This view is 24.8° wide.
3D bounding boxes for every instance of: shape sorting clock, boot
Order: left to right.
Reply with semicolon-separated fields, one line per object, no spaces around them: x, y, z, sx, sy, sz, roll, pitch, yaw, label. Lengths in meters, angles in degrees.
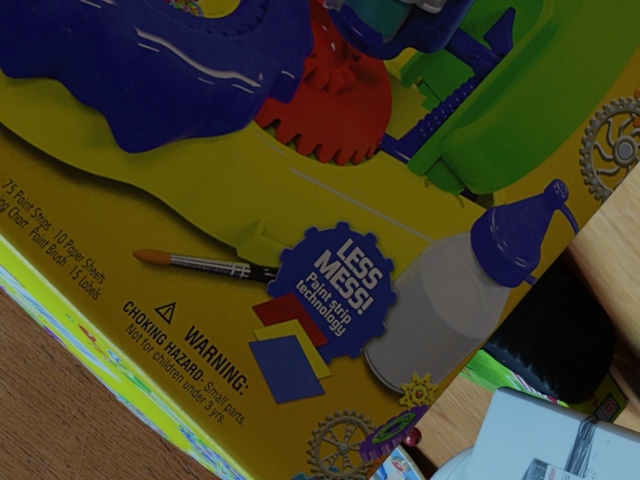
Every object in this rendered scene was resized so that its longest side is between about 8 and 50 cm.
0.075;0.288;1.925;0.206;0.040;0.206;46;164;17;shape sorting clock
0.066;0.010;0.986;0.207;0.094;0.246;20;161;45;boot

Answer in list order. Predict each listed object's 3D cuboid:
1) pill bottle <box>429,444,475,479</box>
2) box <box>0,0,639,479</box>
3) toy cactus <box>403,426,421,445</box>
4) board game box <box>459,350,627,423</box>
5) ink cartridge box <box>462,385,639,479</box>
0.178;0.293;1.341;0.204;0.204;0.361;39;167;12;pill bottle
-0.038;-0.111;0.508;0.290;0.279;0.177;47;166;-24;box
0.014;0.128;1.547;0.219;0.112;0.180;41;180;-36;toy cactus
0.144;0.085;1.129;0.181;0.043;0.092;24;157;52;board game box
0.240;0.198;0.938;0.197;0.114;0.273;24;176;-26;ink cartridge box
